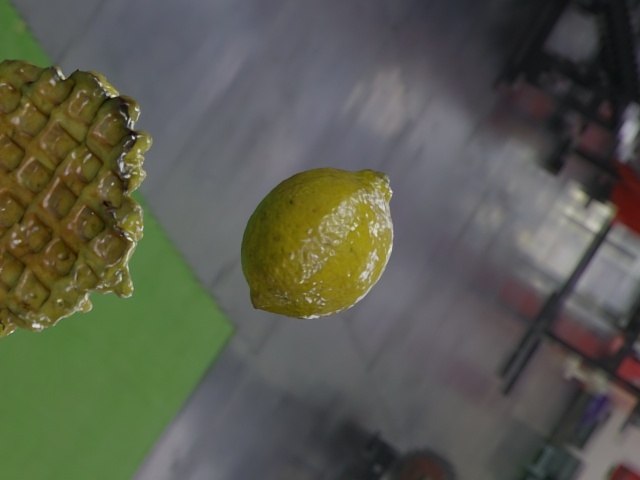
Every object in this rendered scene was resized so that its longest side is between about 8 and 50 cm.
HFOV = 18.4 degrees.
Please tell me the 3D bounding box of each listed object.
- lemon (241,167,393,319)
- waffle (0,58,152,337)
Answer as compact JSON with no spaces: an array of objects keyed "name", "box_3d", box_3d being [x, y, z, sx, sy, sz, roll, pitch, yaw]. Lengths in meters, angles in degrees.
[{"name":"lemon","box_3d":[0.000,0.000,0.870,0.083,0.062,0.062,-47,166,-5]},{"name":"waffle","box_3d":[-0.299,-0.041,1.955,0.058,0.301,0.281,35,70,-63]}]
